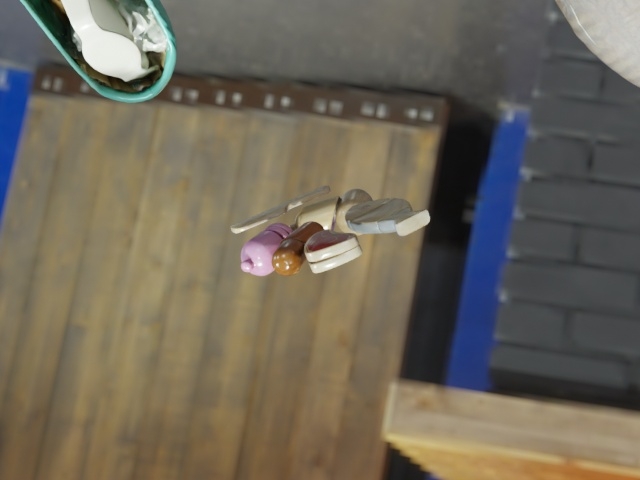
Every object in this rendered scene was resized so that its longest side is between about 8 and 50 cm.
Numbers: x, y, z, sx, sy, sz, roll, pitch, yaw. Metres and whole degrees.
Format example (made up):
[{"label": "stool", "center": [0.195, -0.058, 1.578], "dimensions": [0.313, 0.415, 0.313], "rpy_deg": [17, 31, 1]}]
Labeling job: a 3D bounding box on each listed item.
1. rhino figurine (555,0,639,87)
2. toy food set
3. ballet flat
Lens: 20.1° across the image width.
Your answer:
[{"label": "rhino figurine", "center": [0.093, -0.117, 0.615], "dimensions": [0.243, 0.106, 0.073], "rpy_deg": [38, 120, -23]}, {"label": "toy food set", "center": [0.000, 0.000, 0.872], "dimensions": [0.078, 0.019, 0.122], "rpy_deg": [-24, -165, -13]}, {"label": "ballet flat", "center": [-0.158, -0.172, 1.110], "dimensions": [0.083, 0.087, 0.247], "rpy_deg": [-34, 135, 5]}]
